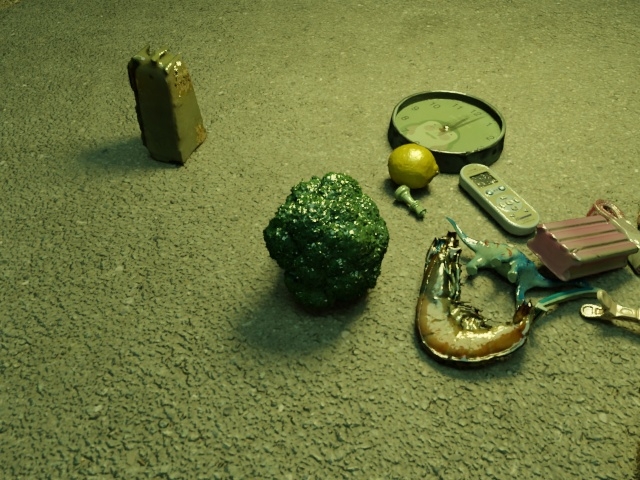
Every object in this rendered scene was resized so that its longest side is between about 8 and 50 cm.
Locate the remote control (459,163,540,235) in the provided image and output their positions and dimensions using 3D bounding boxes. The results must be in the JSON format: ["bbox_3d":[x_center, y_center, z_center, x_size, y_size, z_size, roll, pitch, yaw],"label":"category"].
[{"bbox_3d":[0.421,-0.099,1.261,0.087,0.047,0.244,-21,50,-14],"label":"remote control"}]

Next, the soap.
[{"bbox_3d":[0.548,0.012,1.107,0.203,0.065,0.122,-8,45,-27],"label":"soap"}]

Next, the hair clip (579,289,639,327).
[{"bbox_3d":[0.621,0.151,1.002,0.226,0.072,0.034,18,52,15],"label":"hair clip"}]

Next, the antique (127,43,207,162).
[{"bbox_3d":[-0.390,-0.351,1.343,0.125,0.284,0.150,14,49,13],"label":"antique"}]

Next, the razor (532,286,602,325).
[{"bbox_3d":[0.482,0.119,1.047,0.191,0.068,0.037,-15,57,-22],"label":"razor"}]

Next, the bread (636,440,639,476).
[{"bbox_3d":[0.608,0.310,0.805,0.250,0.133,0.179,-30,52,-26],"label":"bread"}]

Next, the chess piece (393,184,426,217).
[{"bbox_3d":[0.219,-0.089,1.258,0.042,0.042,0.093,-27,57,-23],"label":"chess piece"}]

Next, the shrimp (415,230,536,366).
[{"bbox_3d":[0.297,0.103,1.023,0.222,0.054,0.290,-1,57,14],"label":"shrimp"}]

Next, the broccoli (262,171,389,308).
[{"bbox_3d":[0.000,0.000,1.057,0.270,0.270,0.270,-27,16,-24],"label":"broccoli"}]

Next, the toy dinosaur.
[{"bbox_3d":[0.388,0.052,1.097,0.329,0.076,0.144,26,41,18],"label":"toy dinosaur"}]

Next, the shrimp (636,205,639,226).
[{"bbox_3d":[0.760,-0.059,1.231,0.038,0.029,0.092,20,46,19],"label":"shrimp"}]

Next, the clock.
[{"bbox_3d":[0.346,-0.307,1.449,0.318,0.066,0.319,0,45,0],"label":"clock"}]

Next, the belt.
[{"bbox_3d":[0.678,-0.001,1.161,0.071,0.053,0.232,-11,47,-21],"label":"belt"}]

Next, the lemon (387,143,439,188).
[{"bbox_3d":[0.226,-0.181,1.297,0.133,0.109,0.109,11,47,19],"label":"lemon"}]
